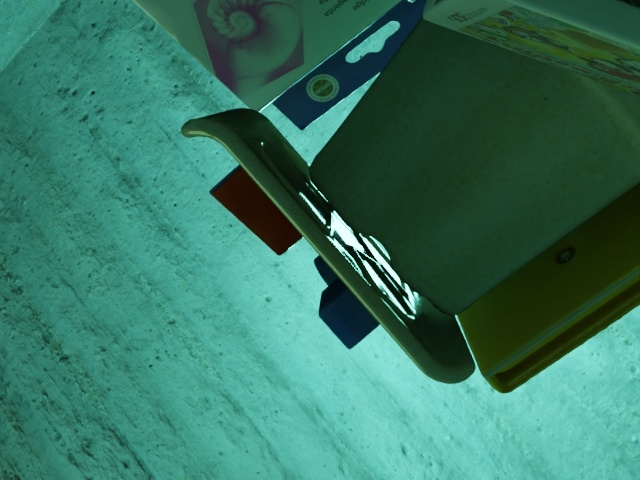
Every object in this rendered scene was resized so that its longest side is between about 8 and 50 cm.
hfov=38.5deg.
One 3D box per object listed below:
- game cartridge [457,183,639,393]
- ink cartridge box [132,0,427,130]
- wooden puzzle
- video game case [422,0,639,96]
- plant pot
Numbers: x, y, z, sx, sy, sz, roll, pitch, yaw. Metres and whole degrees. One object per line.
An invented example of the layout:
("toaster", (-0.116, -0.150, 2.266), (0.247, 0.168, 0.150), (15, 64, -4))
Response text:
("game cartridge", (0.270, -0.011, 1.065), (0.052, 0.285, 0.324), (44, -162, -26))
("ink cartridge box", (-0.011, -0.299, 1.081), (0.330, 0.324, 0.071), (40, -151, -31))
("wooden puzzle", (0.000, 0.000, 0.967), (0.348, 0.080, 0.322), (44, -172, -6))
("video game case", (0.195, -0.139, 0.649), (0.226, 0.026, 0.206), (18, -172, -5))
("plant pot", (0.168, -0.102, 0.937), (0.334, 0.305, 0.334), (43, -171, -9))
